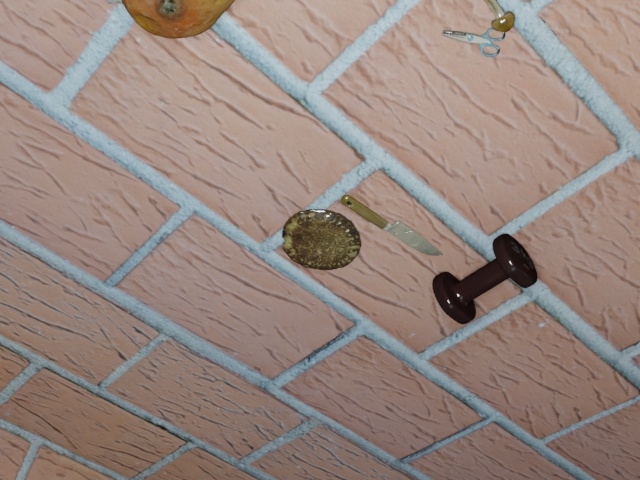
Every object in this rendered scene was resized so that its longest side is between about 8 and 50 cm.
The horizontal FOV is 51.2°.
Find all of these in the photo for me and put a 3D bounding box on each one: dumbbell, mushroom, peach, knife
[{"bbox_3d":[0.387,0.093,1.583,0.140,0.124,0.225,38,123,-25],"label":"dumbbell"},{"bbox_3d":[0.223,-0.464,1.180,0.306,0.043,0.068,26,103,-15],"label":"mushroom"},{"bbox_3d":[-0.236,-0.436,1.114,0.233,0.232,0.232,2,131,3],"label":"peach"},{"bbox_3d":[0.174,-0.030,1.565,0.298,0.017,0.047,32,119,-21],"label":"knife"}]

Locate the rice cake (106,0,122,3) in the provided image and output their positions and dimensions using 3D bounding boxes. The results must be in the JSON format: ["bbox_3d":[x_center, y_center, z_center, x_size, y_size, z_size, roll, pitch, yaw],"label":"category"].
[{"bbox_3d":[-0.347,-0.523,1.168,0.080,0.042,0.221,2,130,-3],"label":"rice cake"}]

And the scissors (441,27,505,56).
[{"bbox_3d":[0.286,-0.381,1.257,0.119,0.014,0.058,9,126,-7],"label":"scissors"}]

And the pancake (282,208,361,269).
[{"bbox_3d":[0.000,0.001,1.602,0.199,0.021,0.199,2,131,3],"label":"pancake"}]
